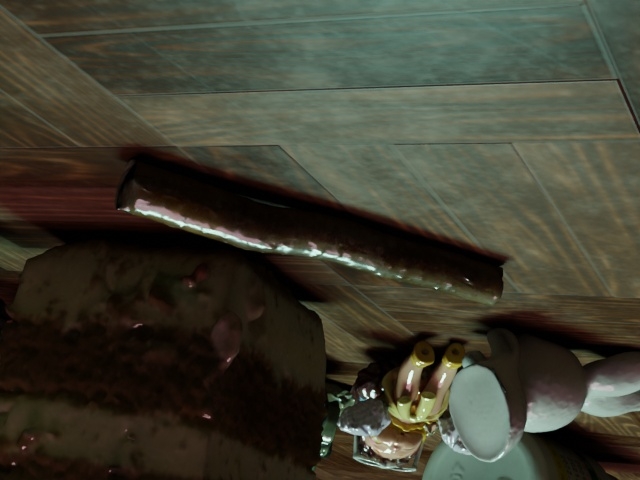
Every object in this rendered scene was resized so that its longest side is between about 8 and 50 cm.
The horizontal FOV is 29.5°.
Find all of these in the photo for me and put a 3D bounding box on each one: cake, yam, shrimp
[{"bbox_3d":[-0.144,0.168,1.168,0.256,0.290,0.282,5,163,23],"label":"cake"},{"bbox_3d":[0.000,0.000,0.964,0.327,0.045,0.045,16,-175,-19],"label":"yam"},{"bbox_3d":[0.079,0.236,1.679,0.126,0.047,0.223,-8,154,40],"label":"shrimp"}]

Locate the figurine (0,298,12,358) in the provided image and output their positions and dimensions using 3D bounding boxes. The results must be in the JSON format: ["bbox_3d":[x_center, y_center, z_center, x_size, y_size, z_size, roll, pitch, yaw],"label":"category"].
[{"bbox_3d":[-0.410,0.103,1.232,0.281,0.167,0.370,38,149,12],"label":"figurine"}]

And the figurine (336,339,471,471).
[{"bbox_3d":[0.103,0.187,1.393,0.175,0.115,0.240,10,157,-7],"label":"figurine"}]

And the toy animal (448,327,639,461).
[{"bbox_3d":[0.244,0.139,1.235,0.221,0.131,0.103,-10,137,-25],"label":"toy animal"}]

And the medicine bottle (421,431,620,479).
[{"bbox_3d":[0.320,0.394,1.780,0.208,0.208,0.340,-5,158,40],"label":"medicine bottle"}]

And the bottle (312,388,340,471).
[{"bbox_3d":[-0.072,0.259,1.616,0.168,0.168,0.347,12,155,-5],"label":"bottle"}]
